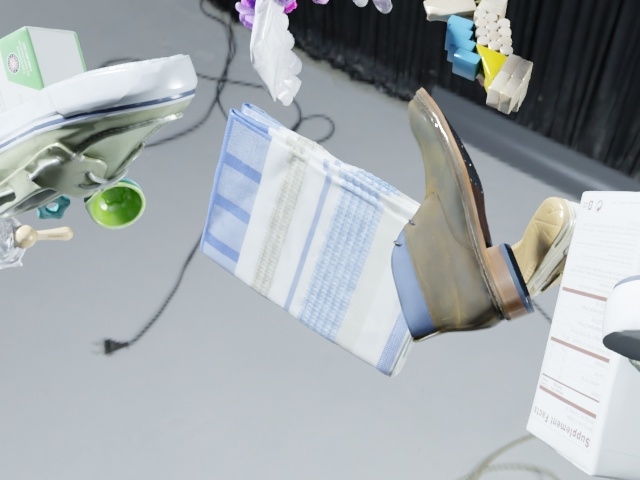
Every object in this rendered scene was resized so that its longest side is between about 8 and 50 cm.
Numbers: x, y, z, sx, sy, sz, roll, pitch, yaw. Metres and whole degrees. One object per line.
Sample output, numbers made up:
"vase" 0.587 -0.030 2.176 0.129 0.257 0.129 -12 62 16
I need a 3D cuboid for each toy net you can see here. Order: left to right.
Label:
"toy net" -0.328 -0.027 1.052 0.232 0.122 0.045 -31 48 0

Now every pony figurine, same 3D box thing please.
"pony figurine" -0.074 -0.421 1.383 0.363 0.351 0.303 40 91 25

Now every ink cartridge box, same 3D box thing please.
"ink cartridge box" -0.387 -0.156 1.113 0.212 0.093 0.154 -16 91 29

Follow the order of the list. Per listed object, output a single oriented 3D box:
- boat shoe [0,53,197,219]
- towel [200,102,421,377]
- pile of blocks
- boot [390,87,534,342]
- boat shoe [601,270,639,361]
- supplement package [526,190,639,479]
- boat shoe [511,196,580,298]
"boat shoe" -0.209 -0.086 0.784 0.302 0.094 0.109 -11 9 43
"towel" 0.000 0.000 0.950 0.285 0.209 0.034 31 35 20
"pile of blocks" 0.256 -0.344 1.526 0.148 0.113 0.362 -7 58 -1
"boot" 0.093 -0.020 0.771 0.106 0.082 0.219 -25 73 15
"boat shoe" 0.233 0.024 0.454 0.267 0.096 0.088 10 80 -37
"supplement package" 0.223 0.065 0.598 0.105 0.105 0.179 12 91 -10
"boat shoe" 0.225 0.024 0.898 0.059 0.170 0.063 6 53 -16
